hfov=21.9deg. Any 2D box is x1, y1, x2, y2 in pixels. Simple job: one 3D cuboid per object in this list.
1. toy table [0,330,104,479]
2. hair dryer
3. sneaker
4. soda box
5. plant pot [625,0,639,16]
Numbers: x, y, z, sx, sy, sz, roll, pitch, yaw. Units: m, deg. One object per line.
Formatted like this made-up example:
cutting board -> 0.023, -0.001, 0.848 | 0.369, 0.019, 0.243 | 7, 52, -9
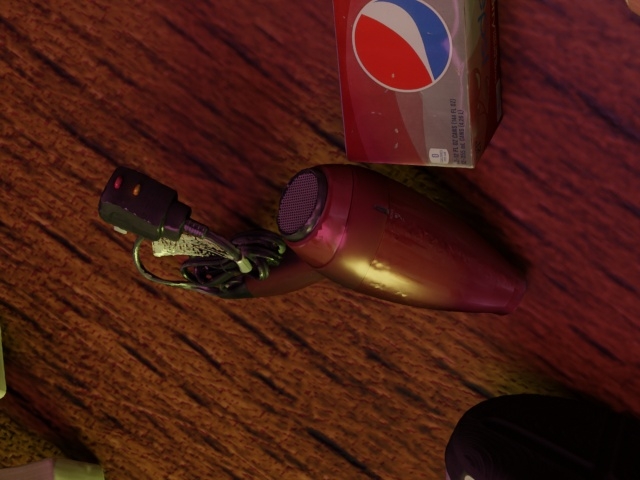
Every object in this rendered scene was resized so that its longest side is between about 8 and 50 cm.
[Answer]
toy table -> -0.312, 0.204, 1.333 | 0.160, 0.252, 0.274 | -22, 77, 27
hair dryer -> 0.000, 0.000, 1.157 | 0.293, 0.223, 0.080 | 11, 79, 7
sneaker -> 0.245, 0.312, 1.189 | 0.447, 0.169, 0.257 | 31, 123, 0
soda box -> 0.058, -0.181, 1.038 | 0.092, 0.083, 0.263 | 5, 119, 19
plant pot -> 0.188, -0.232, 0.901 | 0.180, 0.201, 0.201 | 33, 127, 21
